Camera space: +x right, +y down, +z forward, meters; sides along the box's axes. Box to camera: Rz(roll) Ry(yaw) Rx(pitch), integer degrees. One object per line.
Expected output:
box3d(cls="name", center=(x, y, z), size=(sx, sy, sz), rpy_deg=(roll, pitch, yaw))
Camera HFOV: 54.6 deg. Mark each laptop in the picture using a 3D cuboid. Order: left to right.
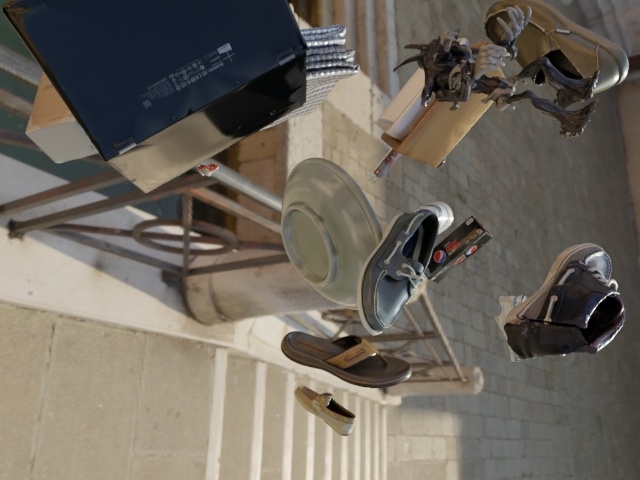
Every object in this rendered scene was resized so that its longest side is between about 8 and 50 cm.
box3d(cls="laptop", center=(-0.239, -0.305, 1.076), size=(0.408, 0.382, 0.236), rpy_deg=(62, -6, -28))

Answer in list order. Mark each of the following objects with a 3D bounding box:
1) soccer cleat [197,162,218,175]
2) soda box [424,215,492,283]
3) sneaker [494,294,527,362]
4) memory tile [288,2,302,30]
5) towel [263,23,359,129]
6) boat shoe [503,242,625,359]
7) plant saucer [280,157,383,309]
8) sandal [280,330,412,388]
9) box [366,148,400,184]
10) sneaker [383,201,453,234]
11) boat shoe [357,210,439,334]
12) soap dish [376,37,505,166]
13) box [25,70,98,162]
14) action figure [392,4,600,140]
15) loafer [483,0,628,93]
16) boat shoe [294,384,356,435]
box3d(cls="soccer cleat", center=(-0.316, -0.200, 1.763), size=(0.029, 0.083, 0.036), rpy_deg=(-51, 128, -37))
box3d(cls="soda box", center=(0.303, 0.022, 1.406), size=(0.060, 0.169, 0.053), rpy_deg=(23, 29, -57))
box3d(cls="sneaker", center=(0.505, 0.230, 1.644), size=(0.071, 0.082, 0.191), rpy_deg=(-20, 111, -48))
box3d(cls="memory tile", center=(-0.065, -0.505, 1.544), size=(0.148, 0.012, 0.113), rpy_deg=(50, 44, -68))
box3d(cls="towel", center=(-0.069, -0.368, 1.445), size=(0.283, 0.235, 0.121), rpy_deg=(-22, 78, -36))
box3d(cls="boat shoe", center=(0.484, 0.103, 1.111), size=(0.340, 0.158, 0.127), rpy_deg=(-36, 104, -35))
box3d(cls="plant saucer", center=(0.000, 0.000, 1.535), size=(0.100, 0.400, 0.401), rpy_deg=(-24, 102, -30))
box3d(cls="sandal", center=(0.043, 0.181, 1.012), size=(0.090, 0.219, 0.060), rpy_deg=(-45, 150, -64))
box3d(cls="box", center=(0.172, -0.202, 1.519), size=(0.027, 0.094, 0.137), rpy_deg=(40, 85, -2))
box3d(cls="sneaker", center=(0.226, -0.011, 1.732), size=(0.131, 0.296, 0.112), rpy_deg=(-6, 57, -56))
box3d(cls="boat shoe", center=(0.169, 0.055, 1.301), size=(0.116, 0.099, 0.319), rpy_deg=(49, 48, -25))
box3d(cls="soap dish", center=(0.218, -0.255, 1.164), size=(0.118, 0.229, 0.291), rpy_deg=(38, 11, -9))
box3d(cls="box", center=(-0.599, -0.357, 1.528), size=(0.121, 0.147, 0.311), rpy_deg=(60, 22, -55))
box3d(cls="action figure", center=(0.244, -0.243, 0.860), size=(0.141, 0.275, 0.164), rpy_deg=(96, 18, -58))
box3d(cls="loafer", center=(0.349, -0.302, 0.971), size=(0.087, 0.251, 0.094), rpy_deg=(-39, 145, -16))
box3d(cls="boat shoe", center=(0.011, 0.313, 1.182), size=(0.050, 0.135, 0.045), rpy_deg=(-17, 136, -63))
